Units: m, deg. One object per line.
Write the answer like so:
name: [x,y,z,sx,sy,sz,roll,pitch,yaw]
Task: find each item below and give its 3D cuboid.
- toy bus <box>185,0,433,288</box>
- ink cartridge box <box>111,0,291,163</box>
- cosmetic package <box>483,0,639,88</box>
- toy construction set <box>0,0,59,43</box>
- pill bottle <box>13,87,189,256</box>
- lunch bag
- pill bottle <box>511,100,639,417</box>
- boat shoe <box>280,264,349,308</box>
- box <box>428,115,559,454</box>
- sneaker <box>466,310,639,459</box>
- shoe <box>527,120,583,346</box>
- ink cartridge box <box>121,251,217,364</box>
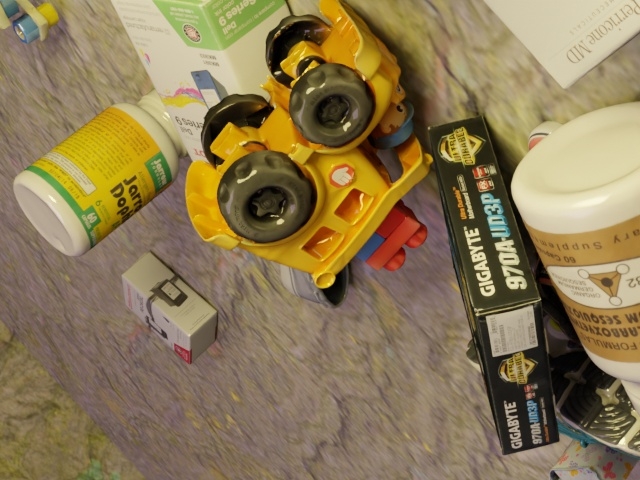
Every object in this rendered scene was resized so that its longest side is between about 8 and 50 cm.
toy bus: [0.020,-0.069,0.986,0.211,0.220,0.149,29,-160,-26]
ink cartridge box: [-0.089,-0.166,1.093,0.154,0.093,0.212,20,145,44]
cosmetic package: [0.124,-0.218,0.692,0.231,0.085,0.117,49,155,1]
toy construction set: [-0.473,-0.364,1.369,0.328,0.151,0.215,19,145,27]
pill bottle: [-0.239,-0.086,1.306,0.117,0.208,0.117,37,153,23]
lunch bag: [0.267,0.213,1.102,0.053,0.071,0.083,48,153,-10]
pill bottle: [0.238,0.028,0.809,0.131,0.131,0.229,8,135,54]
boat shoe: [-0.001,0.001,1.227,0.081,0.079,0.227,27,154,20]
box: [0.139,0.033,0.919,0.220,0.051,0.175,-98,-7,-46]
sneaker: [0.242,0.132,0.998,0.110,0.107,0.275,51,170,-22]
shoe: [0.197,-0.001,0.890,0.063,0.081,0.178,6,133,55]
ink cartridge box: [-0.234,0.104,1.745,0.150,0.063,0.109,40,154,16]
